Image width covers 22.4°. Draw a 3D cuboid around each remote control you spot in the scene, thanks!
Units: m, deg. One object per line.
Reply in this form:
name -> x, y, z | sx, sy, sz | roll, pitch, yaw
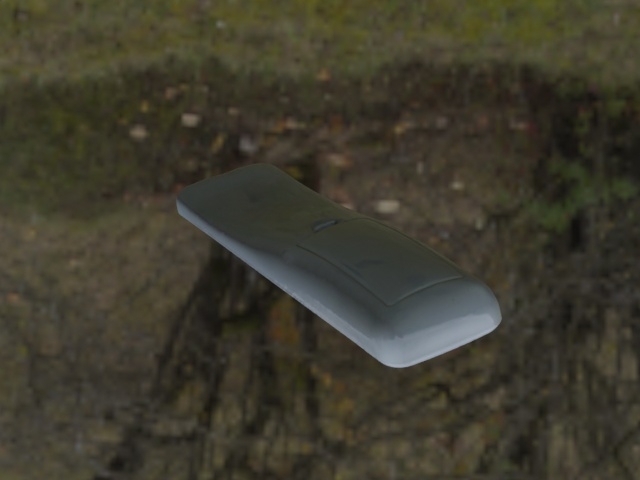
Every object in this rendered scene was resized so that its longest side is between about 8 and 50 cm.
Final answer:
remote control -> 0.000, 0.000, 0.622 | 0.050, 0.027, 0.184 | -19, -154, -23
